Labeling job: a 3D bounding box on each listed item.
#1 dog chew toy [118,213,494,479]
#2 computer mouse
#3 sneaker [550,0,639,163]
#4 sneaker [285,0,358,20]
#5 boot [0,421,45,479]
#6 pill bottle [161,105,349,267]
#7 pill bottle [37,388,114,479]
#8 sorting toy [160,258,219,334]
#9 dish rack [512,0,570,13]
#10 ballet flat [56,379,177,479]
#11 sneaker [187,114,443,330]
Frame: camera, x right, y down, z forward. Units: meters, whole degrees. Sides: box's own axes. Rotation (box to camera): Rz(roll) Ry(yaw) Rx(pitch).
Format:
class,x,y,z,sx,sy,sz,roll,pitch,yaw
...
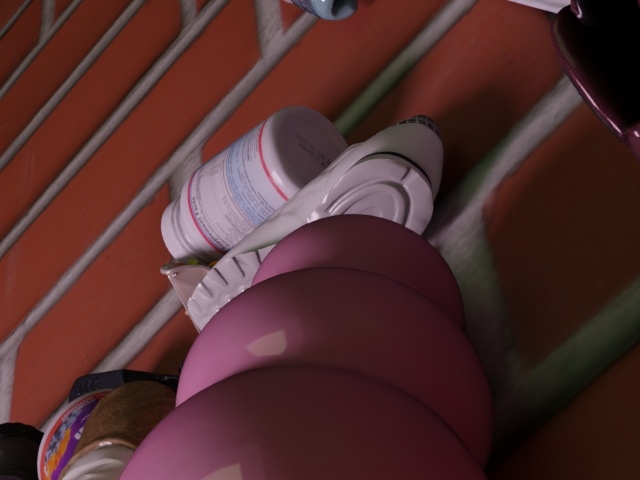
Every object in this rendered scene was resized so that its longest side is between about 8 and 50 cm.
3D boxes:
class,x,y,z,sx,sy,sz,roll,pitch,yaw
dog chew toy,0.006,0.111,0.867,0.206,0.206,0.332,-38,23,34
computer mouse,-0.114,0.119,1.212,0.242,0.071,0.041,-15,66,49
sneaker,0.196,-0.133,0.833,0.106,0.162,0.281,-36,33,37
sneaker,0.068,-0.304,1.352,0.283,0.110,0.122,-53,44,13
boot,-0.331,0.295,1.248,0.338,0.118,0.223,-57,6,4
pill bottle,-0.053,-0.034,1.241,0.160,0.087,0.087,-31,36,43
pill bottle,-0.121,0.174,1.100,0.108,0.108,0.193,-60,26,-6
sorting toy,-0.097,0.044,1.254,0.045,0.083,0.075,-33,20,-18
dish rack,0.199,-0.303,1.129,0.285,0.072,0.333,-56,27,1
ballet flat,-0.112,0.222,0.897,0.116,0.124,0.342,-24,59,25
sneaker,0.000,0.000,1.136,0.235,0.090,0.095,-35,20,31
